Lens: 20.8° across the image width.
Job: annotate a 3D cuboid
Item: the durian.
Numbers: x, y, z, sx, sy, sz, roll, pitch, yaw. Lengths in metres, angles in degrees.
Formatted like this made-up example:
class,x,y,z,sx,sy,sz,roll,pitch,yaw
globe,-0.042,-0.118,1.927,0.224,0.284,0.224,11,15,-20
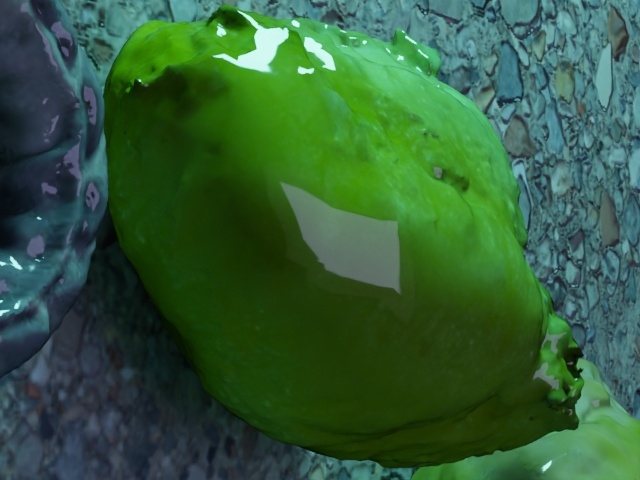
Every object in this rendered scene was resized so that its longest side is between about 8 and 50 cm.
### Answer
class,x,y,z,sx,sy,sz,roll,pitch,yaw
durian,0.000,0.000,1.034,0.339,0.204,0.256,11,65,-46

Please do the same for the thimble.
class,x,y,z,sx,sy,sz,roll,pitch,yaw
thimble,-0.218,-0.031,0.728,0.236,0.172,0.205,-15,98,-57

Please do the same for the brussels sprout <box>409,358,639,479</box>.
class,x,y,z,sx,sy,sz,roll,pitch,yaw
brussels sprout,0.161,0.249,1.218,0.273,0.242,0.317,43,46,-16
